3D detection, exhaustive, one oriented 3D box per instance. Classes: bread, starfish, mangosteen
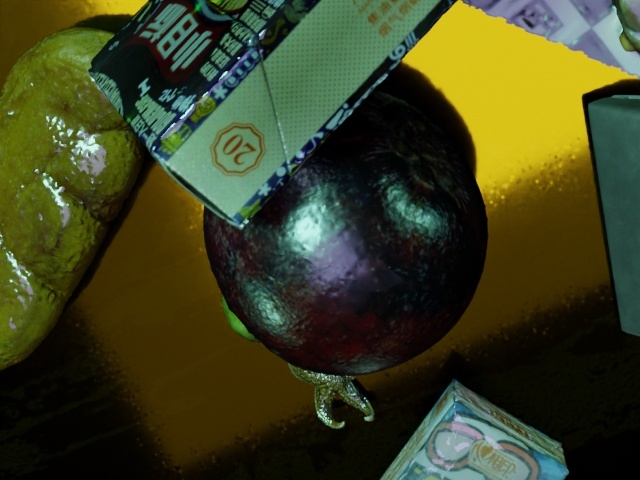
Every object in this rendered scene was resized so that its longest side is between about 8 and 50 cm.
[{"bbox_3d":[-0.226,-0.011,0.941,0.124,0.084,0.344,34,109,18],"label":"bread"},{"bbox_3d":[0.012,0.111,0.985,0.078,0.028,0.091,2,105,-1],"label":"starfish"},{"bbox_3d":[0.008,0.002,0.855,0.216,0.216,0.216,2,108,5],"label":"mangosteen"}]

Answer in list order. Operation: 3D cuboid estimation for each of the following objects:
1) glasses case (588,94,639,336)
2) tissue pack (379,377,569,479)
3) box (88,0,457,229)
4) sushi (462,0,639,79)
[{"bbox_3d":[0.249,-0.014,0.901,0.042,0.072,0.191,-24,111,-31],"label":"glasses case"},{"bbox_3d":[0.115,0.210,0.987,0.115,0.065,0.155,31,108,-6],"label":"tissue pack"},{"bbox_3d":[-0.002,-0.173,0.770,0.310,0.198,0.084,-47,121,2],"label":"box"},{"bbox_3d":[0.250,-0.255,0.809,0.294,0.059,0.292,25,106,5],"label":"sushi"}]
